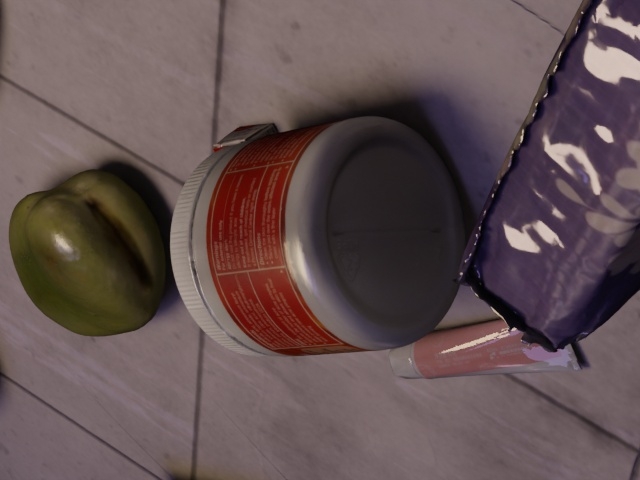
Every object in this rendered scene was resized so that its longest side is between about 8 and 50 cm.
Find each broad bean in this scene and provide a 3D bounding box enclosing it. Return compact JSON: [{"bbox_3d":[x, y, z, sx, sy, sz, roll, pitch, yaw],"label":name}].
[{"bbox_3d":[-0.248,0.018,2.021,0.189,0.121,0.263,44,158,-3],"label":"broad bean"}]

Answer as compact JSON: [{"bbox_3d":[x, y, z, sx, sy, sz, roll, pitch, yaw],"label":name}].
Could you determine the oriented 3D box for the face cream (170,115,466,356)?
[{"bbox_3d":[0.000,0.000,1.672,0.187,0.201,0.201,-8,117,48],"label":"face cream"}]

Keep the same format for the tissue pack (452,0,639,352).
[{"bbox_3d":[0.241,-0.104,1.313,0.125,0.242,0.344,40,142,16],"label":"tissue pack"}]

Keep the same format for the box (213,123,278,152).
[{"bbox_3d":[-0.028,-0.010,1.824,0.055,0.039,0.218,-6,118,48],"label":"box"}]

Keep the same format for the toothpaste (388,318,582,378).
[{"bbox_3d":[0.148,0.100,1.753,0.194,0.043,0.067,-10,113,41],"label":"toothpaste"}]
